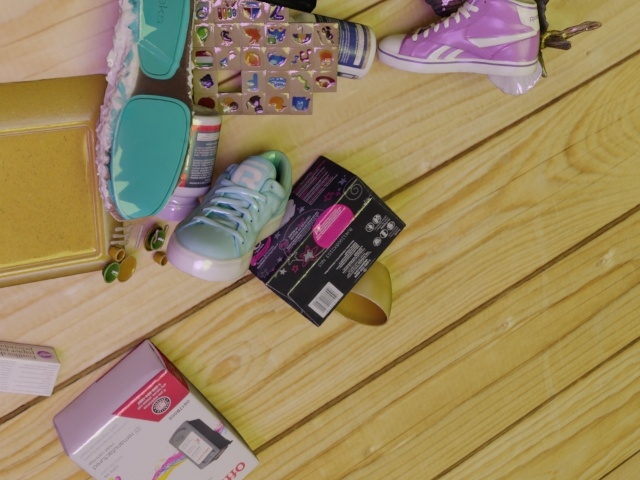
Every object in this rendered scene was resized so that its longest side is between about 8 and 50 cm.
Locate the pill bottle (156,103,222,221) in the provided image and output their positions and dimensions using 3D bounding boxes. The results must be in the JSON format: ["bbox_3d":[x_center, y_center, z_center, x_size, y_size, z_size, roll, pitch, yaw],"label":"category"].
[{"bbox_3d":[-0.226,-0.127,1.502,0.108,0.108,0.180,1,110,-30],"label":"pill bottle"}]

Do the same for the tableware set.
[{"bbox_3d":[-0.301,0.025,1.531,0.154,0.024,0.104,-3,116,-65],"label":"tableware set"}]

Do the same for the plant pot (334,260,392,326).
[{"bbox_3d":[0.085,0.091,1.772,0.134,0.134,0.095,47,57,-35],"label":"plant pot"}]

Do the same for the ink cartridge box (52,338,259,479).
[{"bbox_3d":[-0.290,0.364,1.663,0.226,0.131,0.306,-43,123,-8],"label":"ink cartridge box"}]

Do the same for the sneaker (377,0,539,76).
[{"bbox_3d":[0.235,-0.375,1.590,0.282,0.102,0.161,3,122,14],"label":"sneaker"}]

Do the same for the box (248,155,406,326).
[{"bbox_3d":[0.000,0.000,1.666,0.247,0.142,0.163,-49,127,-2],"label":"box"}]

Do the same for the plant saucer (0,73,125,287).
[{"bbox_3d":[-0.461,-0.070,1.413,0.333,0.081,0.333,-10,115,-25],"label":"plant saucer"}]

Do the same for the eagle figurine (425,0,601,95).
[{"bbox_3d":[0.329,-0.435,1.647,0.226,0.225,0.298,-42,136,5],"label":"eagle figurine"}]

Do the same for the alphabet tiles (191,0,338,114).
[{"bbox_3d":[-0.090,-0.296,1.496,0.237,0.009,0.198,-1,121,-3],"label":"alphabet tiles"}]

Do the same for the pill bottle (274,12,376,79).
[{"bbox_3d":[-0.001,-0.330,1.548,0.169,0.094,0.094,7,107,-24],"label":"pill bottle"}]

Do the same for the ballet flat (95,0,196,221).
[{"bbox_3d":[-0.264,-0.231,1.393,0.147,0.147,0.409,8,92,-32],"label":"ballet flat"}]

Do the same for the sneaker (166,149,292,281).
[{"bbox_3d":[-0.138,-0.060,1.465,0.135,0.366,0.150,18,114,5],"label":"sneaker"}]

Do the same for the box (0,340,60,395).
[{"bbox_3d":[-0.582,0.192,1.464,0.324,0.063,0.067,11,106,-33],"label":"box"}]

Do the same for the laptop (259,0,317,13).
[{"bbox_3d":[-0.122,-0.482,1.356,0.234,0.264,0.136,6,131,-32],"label":"laptop"}]
